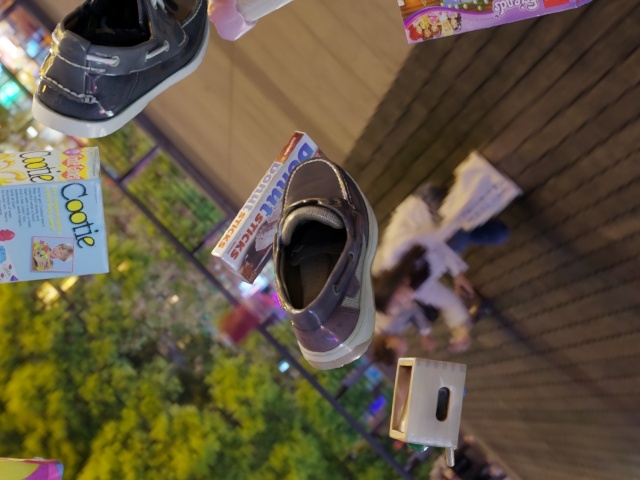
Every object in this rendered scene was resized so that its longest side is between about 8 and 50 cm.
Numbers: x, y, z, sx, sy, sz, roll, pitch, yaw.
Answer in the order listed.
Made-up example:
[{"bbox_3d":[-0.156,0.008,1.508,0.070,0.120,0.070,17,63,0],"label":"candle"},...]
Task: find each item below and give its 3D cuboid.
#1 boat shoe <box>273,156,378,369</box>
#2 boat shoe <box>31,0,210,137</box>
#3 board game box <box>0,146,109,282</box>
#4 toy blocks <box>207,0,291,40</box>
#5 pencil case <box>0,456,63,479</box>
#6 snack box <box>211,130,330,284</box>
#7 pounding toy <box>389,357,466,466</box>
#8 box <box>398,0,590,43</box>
[{"bbox_3d":[0.000,0.000,1.159,0.285,0.102,0.092,-91,-19,-46],"label":"boat shoe"},{"bbox_3d":[-0.136,-0.159,0.838,0.084,0.233,0.079,17,124,8],"label":"boat shoe"},{"bbox_3d":[-0.438,-0.034,1.555,0.142,0.275,0.144,-116,24,-64],"label":"board game box"},{"bbox_3d":[-0.227,-0.406,1.414,0.309,0.260,0.289,12,-119,-59],"label":"toy blocks"},{"bbox_3d":[-0.242,0.278,0.863,0.104,0.104,0.236,74,-169,-74],"label":"pencil case"},{"bbox_3d":[-0.055,-0.038,1.313,0.022,0.178,0.064,19,161,46],"label":"snack box"},{"bbox_3d":[0.154,0.234,1.519,0.100,0.141,0.130,8,173,-6],"label":"pounding toy"},{"bbox_3d":[0.233,-0.413,1.639,0.293,0.057,0.201,-5,107,41],"label":"box"}]
